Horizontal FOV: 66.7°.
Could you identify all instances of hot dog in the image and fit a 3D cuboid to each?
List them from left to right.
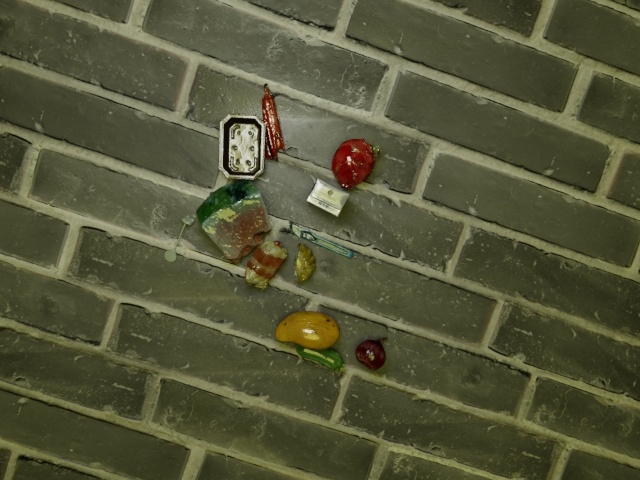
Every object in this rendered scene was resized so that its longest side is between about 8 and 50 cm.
[{"bbox_3d":[-0.224,0.090,1.940,0.213,0.103,0.146,-49,136,5],"label":"hot dog"}]

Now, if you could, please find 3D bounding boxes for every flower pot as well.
[{"bbox_3d":[-0.303,-0.365,1.910,0.178,0.084,0.251,2,96,-3],"label":"flower pot"}]

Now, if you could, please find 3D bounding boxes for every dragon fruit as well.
[{"bbox_3d":[0.129,-0.302,1.886,0.172,0.172,0.210,36,91,-5],"label":"dragon fruit"}]

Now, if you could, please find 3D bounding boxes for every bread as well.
[{"bbox_3d":[-0.064,0.099,1.966,0.094,0.083,0.157,17,93,-15],"label":"bread"}]

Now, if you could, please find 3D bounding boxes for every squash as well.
[{"bbox_3d":[0.002,0.470,2.001,0.219,0.068,0.077,26,73,-3],"label":"squash"}]

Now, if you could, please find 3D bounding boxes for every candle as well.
[{"bbox_3d":[-0.199,-0.464,1.917,0.084,0.059,0.302,-10,96,-15],"label":"candle"}]

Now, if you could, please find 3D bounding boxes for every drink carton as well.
[{"bbox_3d":[0.025,-0.166,1.868,0.134,0.222,0.102,29,93,-4],"label":"drink carton"}]

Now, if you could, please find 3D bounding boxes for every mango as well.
[{"bbox_3d":[-0.050,0.359,1.953,0.261,0.109,0.157,4,62,-6],"label":"mango"}]

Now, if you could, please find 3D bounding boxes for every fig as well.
[{"bbox_3d":[0.219,0.460,1.979,0.150,0.128,0.129,-26,95,3],"label":"fig"}]

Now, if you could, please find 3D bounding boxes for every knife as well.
[{"bbox_3d":[0.000,0.000,1.981,0.296,0.026,0.044,23,82,-3],"label":"knife"}]

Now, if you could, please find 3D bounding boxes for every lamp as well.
[{"bbox_3d":[-0.570,-0.005,1.964,0.050,0.056,0.198,28,105,-5],"label":"lamp"}]

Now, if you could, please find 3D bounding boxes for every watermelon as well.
[{"bbox_3d":[-0.322,-0.084,1.899,0.264,0.151,0.302,-31,95,0],"label":"watermelon"}]
